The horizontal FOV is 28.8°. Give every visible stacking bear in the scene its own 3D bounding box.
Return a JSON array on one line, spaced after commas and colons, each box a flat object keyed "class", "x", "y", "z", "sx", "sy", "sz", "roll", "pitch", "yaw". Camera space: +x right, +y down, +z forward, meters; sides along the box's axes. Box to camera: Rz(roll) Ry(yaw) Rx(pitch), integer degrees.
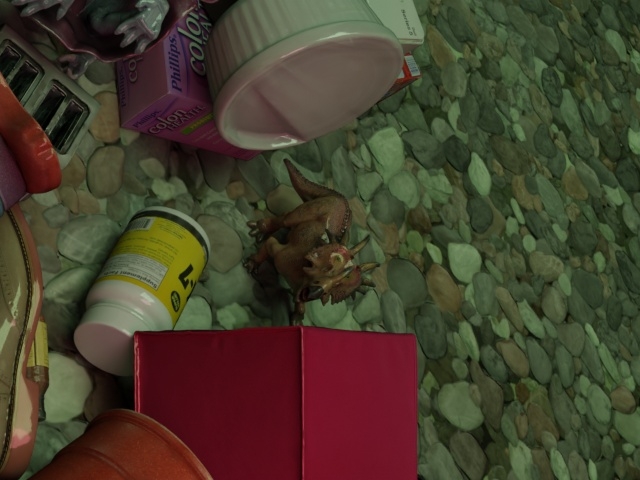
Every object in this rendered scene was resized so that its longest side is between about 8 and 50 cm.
[{"class": "stacking bear", "x": -0.450, "y": -0.055, "z": 1.363, "sx": 0.289, "sy": 0.164, "sz": 0.175, "roll": -32, "pitch": 73, "yaw": -18}]

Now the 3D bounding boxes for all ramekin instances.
[{"class": "ramekin", "x": -0.035, "y": -0.246, "z": 1.697, "sx": 0.273, "sy": 0.273, "sz": 0.127, "roll": -1, "pitch": 60, "yaw": -47}]

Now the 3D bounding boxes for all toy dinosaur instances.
[{"class": "toy dinosaur", "x": 0.000, "y": 0.000, "z": 1.815, "sx": 0.127, "sy": 0.200, "sz": 0.295, "roll": 30, "pitch": 49, "yaw": -33}]

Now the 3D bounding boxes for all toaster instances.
[{"class": "toaster", "x": -0.389, "y": -0.157, "z": 1.562, "sx": 0.168, "sy": 0.110, "sz": 0.185, "roll": 41, "pitch": 45, "yaw": -22}]

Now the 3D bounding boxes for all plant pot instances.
[{"class": "plant pot", "x": -0.266, "y": 0.357, "z": 1.312, "sx": 0.265, "sy": 0.272, "sz": 0.272, "roll": -28, "pitch": 90, "yaw": -42}]

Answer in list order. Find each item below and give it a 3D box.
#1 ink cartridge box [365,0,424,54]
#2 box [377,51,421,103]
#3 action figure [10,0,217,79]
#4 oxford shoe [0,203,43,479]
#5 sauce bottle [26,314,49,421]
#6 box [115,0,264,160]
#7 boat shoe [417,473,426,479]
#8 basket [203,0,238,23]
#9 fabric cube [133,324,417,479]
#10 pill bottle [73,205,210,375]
[{"class": "ink cartridge box", "x": 0.004, "y": -0.338, "z": 1.949, "sx": 0.115, "sy": 0.273, "sz": 0.198, "roll": -7, "pitch": 74, "yaw": -48}, {"class": "box", "x": 0.046, "y": -0.359, "z": 2.121, "sx": 0.128, "sy": 0.123, "sz": 0.256, "roll": -19, "pitch": 83, "yaw": -50}, {"class": "action figure", "x": -0.308, "y": -0.372, "z": 1.640, "sx": 0.248, "sy": 0.276, "sz": 0.370, "roll": 52, "pitch": 8, "yaw": -25}, {"class": "oxford shoe", "x": -0.396, "y": 0.095, "z": 1.411, "sx": 0.130, "sy": 0.123, "sz": 0.348, "roll": 11, "pitch": 60, "yaw": -37}, {"class": "sauce bottle", "x": -0.346, "y": 0.153, "z": 1.490, "sx": 0.042, "sy": 0.042, "sz": 0.128, "roll": 14, "pitch": 60, "yaw": -42}, {"class": "box", "x": -0.173, "y": -0.257, "z": 1.840, "sx": 0.243, "sy": 0.117, "sz": 0.213, "roll": 13, "pitch": 61, "yaw": -42}, {"class": "boat shoe", "x": 0.132, "y": 0.386, "z": 1.838, "sx": 0.233, "sy": 0.079, "sz": 0.084, "roll": 47, "pitch": 41, "yaw": -20}, {"class": "basket", "x": -0.050, "y": -0.388, "z": 1.772, "sx": 0.204, "sy": 0.227, "sz": 0.154, "roll": -19, "pitch": 81, "yaw": -50}, {"class": "fabric cube", "x": -0.053, "y": 0.234, "z": 1.517, "sx": 0.258, "sy": 0.259, "sz": 0.254, "roll": 8, "pitch": 80, "yaw": -56}, {"class": "pill bottle", "x": -0.229, "y": 0.065, "z": 1.601, "sx": 0.119, "sy": 0.119, "sz": 0.208, "roll": 44, "pitch": 44, "yaw": -21}]
